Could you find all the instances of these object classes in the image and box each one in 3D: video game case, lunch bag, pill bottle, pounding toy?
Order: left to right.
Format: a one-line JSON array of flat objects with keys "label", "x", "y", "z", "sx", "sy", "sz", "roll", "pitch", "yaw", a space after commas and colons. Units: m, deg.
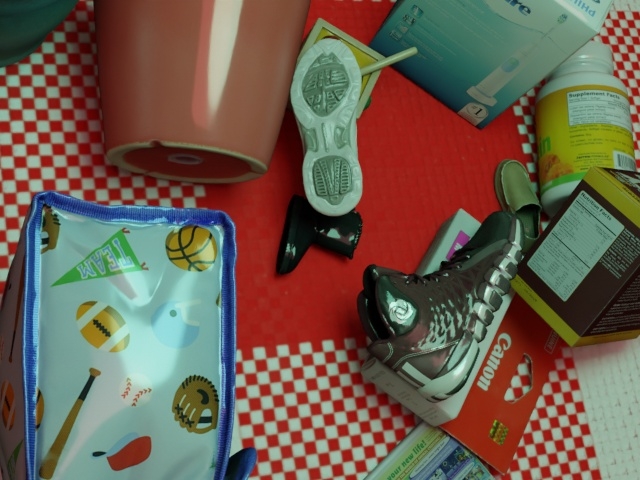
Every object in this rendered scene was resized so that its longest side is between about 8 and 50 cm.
[{"label": "lunch bag", "x": -0.205, "y": 0.191, "z": 0.946, "sx": 0.239, "sy": 0.328, "sz": 0.385, "roll": 5, "pitch": 69, "yaw": -18}, {"label": "pounding toy", "x": 0.034, "y": -0.228, "z": 1.303, "sx": 0.141, "sy": 0.100, "sz": 0.130, "roll": 29, "pitch": 65, "yaw": -10}, {"label": "video game case", "x": 0.136, "y": 0.353, "z": 1.189, "sx": 0.212, "sy": 0.023, "sz": 0.193, "roll": -39, "pitch": 89, "yaw": -26}, {"label": "pill bottle", "x": 0.386, "y": -0.162, "z": 1.397, "sx": 0.136, "sy": 0.136, "sz": 0.246, "roll": 8, "pitch": 70, "yaw": -19}]

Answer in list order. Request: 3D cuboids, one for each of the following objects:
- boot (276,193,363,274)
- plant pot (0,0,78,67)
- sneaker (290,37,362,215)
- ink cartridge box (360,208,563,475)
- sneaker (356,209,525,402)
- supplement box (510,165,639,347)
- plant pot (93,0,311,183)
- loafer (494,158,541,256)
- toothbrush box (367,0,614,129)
[{"label": "boot", "x": 0.000, "y": 0.001, "z": 1.245, "sx": 0.099, "sy": 0.045, "sz": 0.121, "roll": 19, "pitch": 62, "yaw": -14}, {"label": "plant pot", "x": -0.389, "y": -0.331, "z": 1.089, "sx": 0.271, "sy": 0.255, "sz": 0.272, "roll": 7, "pitch": 69, "yaw": -19}, {"label": "sneaker", "x": 0.008, "y": -0.140, "z": 1.226, "sx": 0.090, "sy": 0.115, "sz": 0.232, "roll": 1, "pitch": 83, "yaw": 1}, {"label": "ink cartridge box", "x": 0.213, "y": 0.131, "z": 1.261, "sx": 0.239, "sy": 0.060, "sz": 0.275, "roll": 36, "pitch": 58, "yaw": -5}, {"label": "sneaker", "x": 0.141, "y": 0.045, "z": 1.172, "sx": 0.162, "sy": 0.106, "sz": 0.281, "roll": 31, "pitch": 59, "yaw": -6}, {"label": "supplement box", "x": 0.388, "y": 0.022, "z": 1.247, "sx": 0.191, "sy": 0.194, "sz": 0.129, "roll": 1, "pitch": 40, "yaw": -47}, {"label": "plant pot", "x": -0.150, "y": -0.207, "z": 1.148, "sx": 0.275, "sy": 0.275, "sz": 0.243, "roll": 7, "pitch": 80, "yaw": -19}, {"label": "loafer", "x": 0.291, "y": -0.052, "z": 1.371, "sx": 0.056, "sy": 0.050, "sz": 0.148, "roll": -4, "pitch": 74, "yaw": -22}, {"label": "toothbrush box", "x": 0.230, "y": -0.312, "z": 1.299, "sx": 0.216, "sy": 0.295, "sz": 0.126, "roll": 34, "pitch": 64, "yaw": -7}]
